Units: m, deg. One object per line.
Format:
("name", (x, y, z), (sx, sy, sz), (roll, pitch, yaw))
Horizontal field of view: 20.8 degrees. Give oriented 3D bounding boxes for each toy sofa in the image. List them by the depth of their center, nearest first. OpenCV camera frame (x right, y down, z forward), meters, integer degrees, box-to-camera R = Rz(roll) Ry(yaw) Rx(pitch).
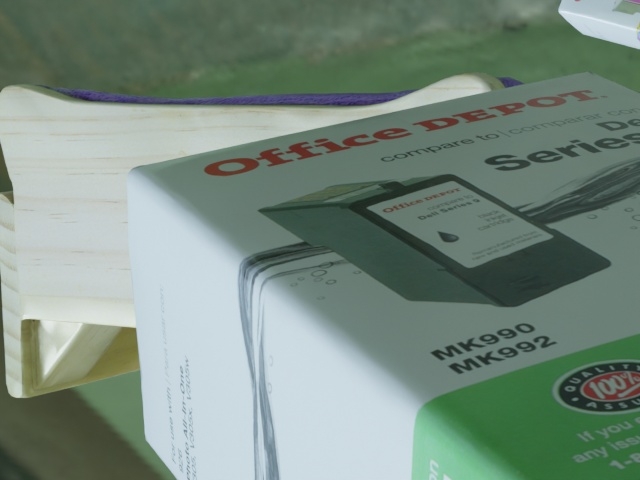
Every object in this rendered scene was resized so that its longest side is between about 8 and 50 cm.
("toy sofa", (0.000, 0.000, 0.904), (0.362, 0.177, 0.150), (2, -172, 38))

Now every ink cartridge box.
("ink cartridge box", (0.082, 0.049, 0.562), (0.211, 0.289, 0.122), (-13, 114, -24))
("ink cartridge box", (0.231, -0.171, 1.148), (0.122, 0.089, 0.052), (20, 179, 35))
